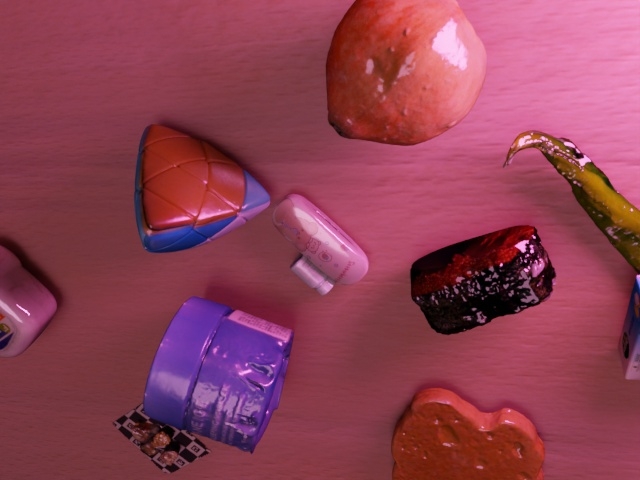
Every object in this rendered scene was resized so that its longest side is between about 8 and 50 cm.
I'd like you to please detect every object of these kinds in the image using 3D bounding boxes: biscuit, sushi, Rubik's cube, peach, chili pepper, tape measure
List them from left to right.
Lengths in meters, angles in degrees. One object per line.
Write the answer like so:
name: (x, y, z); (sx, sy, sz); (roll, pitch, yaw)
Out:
tape measure: (-0.739, 0.137, 1.254); (0.258, 0.130, 0.265); (-29, 112, 30)
sushi: (-0.412, 0.510, 1.409); (0.193, 0.040, 0.210); (-36, 103, 29)
Rubik's cube: (-0.265, -0.080, 0.998); (0.255, 0.254, 0.254); (7, 119, 12)
peach: (0.104, -0.226, 0.767); (0.233, 0.232, 0.232); (7, 119, 12)
biscuit: (0.300, 0.448, 1.166); (0.312, 0.057, 0.351); (0, 119, 16)
sushi: (0.265, 0.068, 0.927); (0.225, 0.136, 0.126); (-20, 102, 29)
chili pepper: (0.422, -0.054, 0.850); (0.359, 0.076, 0.085); (35, 117, -12)

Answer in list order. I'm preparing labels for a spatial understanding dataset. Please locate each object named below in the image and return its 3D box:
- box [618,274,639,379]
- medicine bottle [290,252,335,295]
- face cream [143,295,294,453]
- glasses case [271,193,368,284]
box: (0.565, 0.142, 0.886); (0.139, 0.073, 0.194); (-1, 136, 16)
medicine bottle: (-0.014, 0.061, 1.051); (0.083, 0.047, 0.047); (42, 120, -10)
face cream: (-0.184, 0.256, 1.088); (0.225, 0.249, 0.248); (17, 121, 4)
glasses case: (0.000, 0.000, 1.012); (0.204, 0.051, 0.081); (41, 118, -8)
